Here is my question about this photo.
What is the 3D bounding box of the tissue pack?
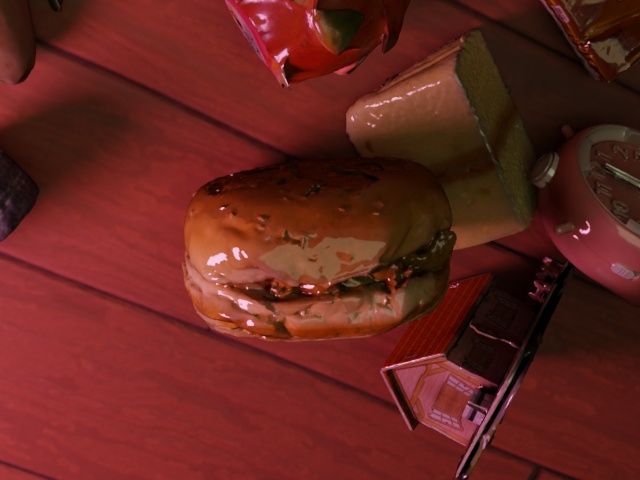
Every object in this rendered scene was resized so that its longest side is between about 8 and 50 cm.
[{"bbox_3d":[0.347,-0.328,1.604,0.183,0.092,0.226,-38,106,1],"label":"tissue pack"}]

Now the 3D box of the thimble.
[{"bbox_3d":[-0.399,-0.040,1.508,0.150,0.150,0.098,-42,111,2],"label":"thimble"}]

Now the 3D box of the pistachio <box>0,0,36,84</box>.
[{"bbox_3d":[-0.376,-0.258,1.481,0.108,0.126,0.185,-2,115,34],"label":"pistachio"}]

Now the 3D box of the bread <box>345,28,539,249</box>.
[{"bbox_3d":[0.151,-0.116,1.655,0.178,0.135,0.240,-17,112,29],"label":"bread"}]

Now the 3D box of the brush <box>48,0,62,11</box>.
[{"bbox_3d":[-0.326,-0.349,1.498,0.028,0.034,0.190,-27,108,-13],"label":"brush"}]

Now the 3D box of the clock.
[{"bbox_3d":[0.362,-0.030,1.629,0.241,0.227,0.142,26,133,-13],"label":"clock"}]

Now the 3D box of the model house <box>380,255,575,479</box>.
[{"bbox_3d":[0.180,0.119,1.606,0.154,0.294,0.207,26,128,10],"label":"model house"}]

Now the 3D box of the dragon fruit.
[{"bbox_3d":[0.001,-0.289,1.485,0.227,0.224,0.224,-42,108,-2],"label":"dragon fruit"}]

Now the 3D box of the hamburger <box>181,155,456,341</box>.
[{"bbox_3d":[-0.007,-0.001,1.519,0.305,0.284,0.174,-5,106,-3],"label":"hamburger"}]
